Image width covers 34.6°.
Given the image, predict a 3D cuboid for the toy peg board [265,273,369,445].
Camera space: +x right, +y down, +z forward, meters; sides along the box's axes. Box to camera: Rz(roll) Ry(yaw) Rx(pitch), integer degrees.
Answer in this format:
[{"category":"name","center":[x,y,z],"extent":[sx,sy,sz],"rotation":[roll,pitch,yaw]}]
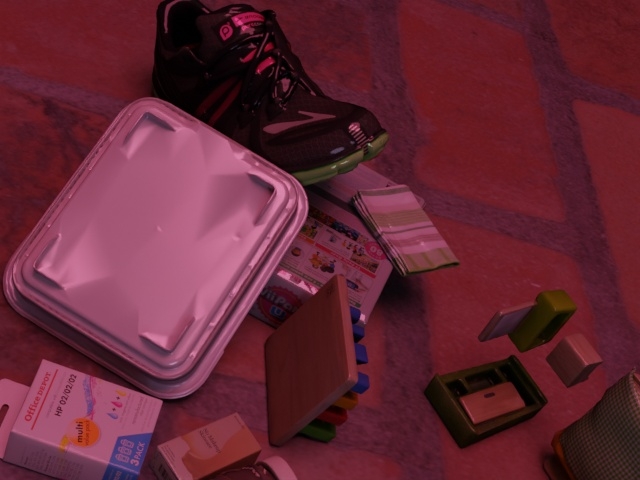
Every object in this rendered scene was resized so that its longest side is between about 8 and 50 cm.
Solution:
[{"category":"toy peg board","center":[0.010,0.157,1.275],"extent":[0.079,0.160,0.161],"rotation":[24,39,-29]}]

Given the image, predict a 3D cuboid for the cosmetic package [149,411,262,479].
[{"category":"cosmetic package","center":[-0.132,0.249,1.184],"extent":[0.115,0.041,0.060],"rotation":[-19,59,-40]}]

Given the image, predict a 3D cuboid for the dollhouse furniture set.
[{"category":"dollhouse furniture set","center":[0.306,0.240,1.311],"extent":[0.151,0.197,0.301],"rotation":[-10,53,-37]}]

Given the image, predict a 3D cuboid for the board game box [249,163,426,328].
[{"category":"board game box","center":[0.000,0.000,1.462],"extent":[0.224,0.097,0.303],"rotation":[29,40,2]}]

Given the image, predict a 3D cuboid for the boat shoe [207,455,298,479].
[{"category":"boat shoe","center":[-0.029,0.373,1.067],"extent":[0.096,0.117,0.324],"rotation":[-9,49,-29]}]

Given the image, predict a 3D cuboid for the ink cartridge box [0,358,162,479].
[{"category":"ink cartridge box","center":[-0.279,0.203,1.135],"extent":[0.181,0.061,0.104],"rotation":[20,42,-8]}]

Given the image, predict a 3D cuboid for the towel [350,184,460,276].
[{"category":"towel","center":[0.122,-0.018,1.459],"extent":[0.113,0.023,0.152],"rotation":[-11,55,-37]}]

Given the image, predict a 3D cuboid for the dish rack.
[{"category":"dish rack","center":[-0.199,-0.007,1.259],"extent":[0.285,0.072,0.333],"rotation":[31,72,5]}]

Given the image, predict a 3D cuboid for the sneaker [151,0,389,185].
[{"category":"sneaker","center":[-0.103,-0.220,1.451],"extent":[0.185,0.202,0.483],"rotation":[-32,44,-30]}]
